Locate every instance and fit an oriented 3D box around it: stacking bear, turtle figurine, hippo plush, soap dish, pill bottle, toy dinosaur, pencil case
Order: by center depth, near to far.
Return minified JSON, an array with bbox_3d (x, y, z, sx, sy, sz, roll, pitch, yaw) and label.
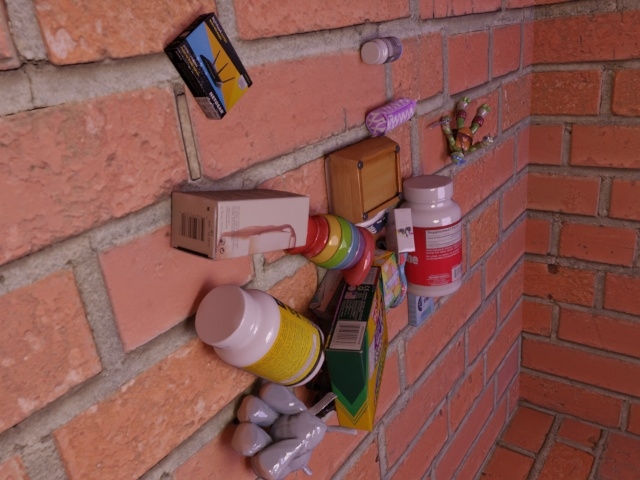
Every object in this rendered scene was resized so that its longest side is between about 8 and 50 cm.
[{"bbox_3d":[-0.141,0.230,1.295,0.334,0.188,0.187,42,65,-50],"label":"pill bottle"},{"bbox_3d":[-0.100,0.521,1.444,0.294,0.234,0.236,-21,149,-22],"label":"hippo plush"},{"bbox_3d":[0.000,0.000,1.463,0.289,0.175,0.164,19,106,-43],"label":"stacking bear"},{"bbox_3d":[0.023,0.472,1.631,0.160,0.121,0.313,-21,118,-57],"label":"toy dinosaur"},{"bbox_3d":[0.188,-0.583,1.638,0.137,0.078,0.078,-31,122,-46],"label":"pill bottle"},{"bbox_3d":[0.142,-0.185,1.640,0.291,0.118,0.228,-30,121,-46],"label":"soap dish"},{"bbox_3d":[0.229,-0.407,1.728,0.086,0.088,0.206,52,44,-1],"label":"pencil case"},{"bbox_3d":[0.396,-0.019,1.933,0.229,0.229,0.407,-31,122,-46],"label":"pill bottle"},{"bbox_3d":[0.592,-0.457,2.123,0.274,0.198,0.266,49,56,-51],"label":"turtle figurine"}]

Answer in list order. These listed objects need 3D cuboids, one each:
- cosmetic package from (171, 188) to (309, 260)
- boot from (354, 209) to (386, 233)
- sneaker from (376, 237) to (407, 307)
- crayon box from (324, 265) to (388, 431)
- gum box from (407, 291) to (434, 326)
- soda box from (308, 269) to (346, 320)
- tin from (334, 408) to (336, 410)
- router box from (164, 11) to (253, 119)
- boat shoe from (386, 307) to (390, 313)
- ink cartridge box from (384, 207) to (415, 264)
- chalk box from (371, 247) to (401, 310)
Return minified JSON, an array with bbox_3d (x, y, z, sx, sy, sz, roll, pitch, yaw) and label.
[{"bbox_3d":[-0.175,-0.044,1.215,0.296,0.153,0.129,-10,107,-51],"label":"cosmetic package"},{"bbox_3d":[0.164,-0.053,1.741,0.190,0.069,0.086,-33,128,-49],"label":"boot"},{"bbox_3d":[0.230,0.111,1.874,0.125,0.104,0.261,-3,96,-38],"label":"sneaker"},{"bbox_3d":[0.120,0.304,1.551,0.362,0.106,0.313,-67,152,-53],"label":"crayon box"},{"bbox_3d":[0.410,0.235,2.174,0.157,0.041,0.184,-32,124,-46],"label":"gum box"},{"bbox_3d":[0.037,0.148,1.625,0.183,0.063,0.058,-60,141,-26],"label":"soda box"},{"bbox_3d":[0.093,0.491,1.810,0.106,0.040,0.189,35,70,-56],"label":"tin"},{"bbox_3d":[-0.234,-0.371,1.141,0.133,0.046,0.178,-58,139,-27],"label":"router box"},{"bbox_3d":[0.228,0.252,1.933,0.046,0.038,0.125,34,57,-7],"label":"boat shoe"},{"bbox_3d":[0.262,-0.009,1.775,0.062,0.104,0.181,-3,84,-14],"label":"ink cartridge box"},{"bbox_3d":[0.175,0.146,1.756,0.132,0.133,0.212,-44,132,-39],"label":"chalk box"}]
